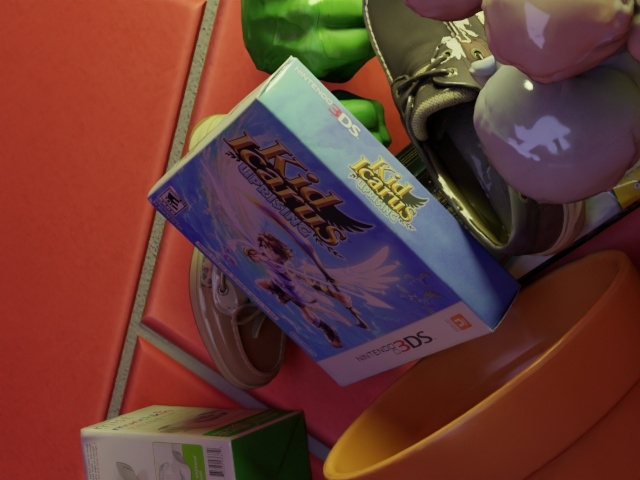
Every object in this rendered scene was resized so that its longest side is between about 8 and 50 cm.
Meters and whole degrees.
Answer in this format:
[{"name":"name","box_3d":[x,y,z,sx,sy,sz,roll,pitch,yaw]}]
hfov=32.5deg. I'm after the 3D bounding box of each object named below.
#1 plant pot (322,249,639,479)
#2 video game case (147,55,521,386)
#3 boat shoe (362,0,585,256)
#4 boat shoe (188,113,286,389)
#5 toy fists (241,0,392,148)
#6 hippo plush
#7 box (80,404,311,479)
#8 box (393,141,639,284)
[{"name":"plant pot","box_3d":[0.176,0.172,0.857,0.291,0.291,0.203,-37,91,35]},{"name":"video game case","box_3d":[0.000,0.000,0.963,0.269,0.061,0.244,44,146,-10]},{"name":"boat shoe","box_3d":[0.112,-0.111,0.904,0.103,0.092,0.285,-37,73,35]},{"name":"boat shoe","box_3d":[-0.071,0.009,1.110,0.089,0.104,0.285,-7,92,40]},{"name":"toy fists","box_3d":[0.000,-0.141,1.024,0.142,0.096,0.279,-177,80,-68]},{"name":"hippo plush","box_3d":[0.149,-0.162,0.749,0.234,0.294,0.237,11,146,3]},{"name":"box","box_3d":[-0.129,0.321,1.185,0.231,0.126,0.262,-6,94,38]},{"name":"box","box_3d":[0.188,-0.070,0.940,0.233,0.044,0.159,-38,73,34]}]
